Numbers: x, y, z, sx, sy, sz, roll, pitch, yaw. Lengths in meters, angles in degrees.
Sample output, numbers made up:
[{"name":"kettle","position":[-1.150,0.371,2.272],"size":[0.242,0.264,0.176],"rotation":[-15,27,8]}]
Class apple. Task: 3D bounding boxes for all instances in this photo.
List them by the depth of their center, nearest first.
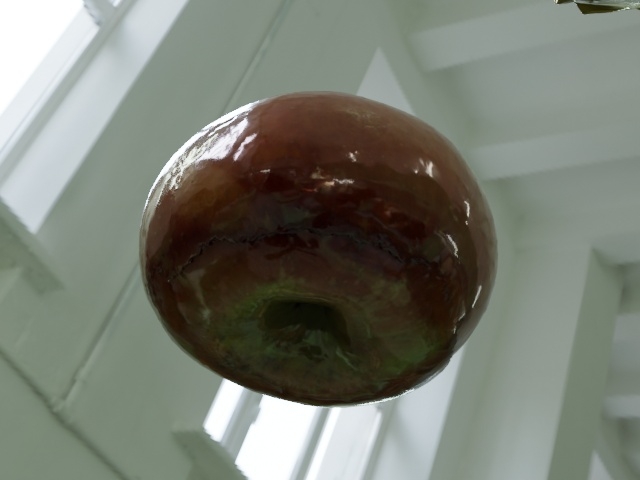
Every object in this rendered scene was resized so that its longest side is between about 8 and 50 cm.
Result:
[{"name":"apple","position":[0.000,0.000,0.830],"size":[0.271,0.206,0.251],"rotation":[-3,-41,14]}]

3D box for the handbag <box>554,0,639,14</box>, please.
[{"name":"handbag","position":[0.117,-0.128,0.498],"size":[0.083,0.027,0.061],"rotation":[6,6,-32]}]
